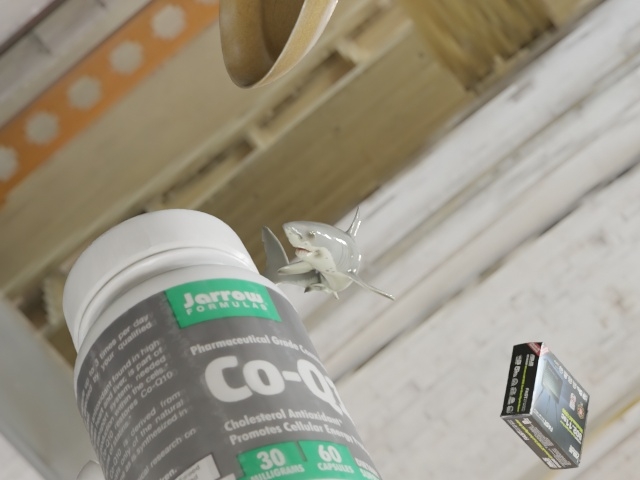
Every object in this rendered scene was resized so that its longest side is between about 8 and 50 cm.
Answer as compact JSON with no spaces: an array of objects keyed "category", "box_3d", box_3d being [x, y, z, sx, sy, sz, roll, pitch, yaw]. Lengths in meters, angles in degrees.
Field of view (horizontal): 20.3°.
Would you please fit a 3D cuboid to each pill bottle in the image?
[{"category":"pill bottle","box_3d":[-0.085,0.151,1.463,0.204,0.204,0.361,-37,-134,8]}]

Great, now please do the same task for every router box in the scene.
[{"category":"router box","box_3d":[0.244,0.179,1.933,0.038,0.122,0.092,-10,-129,34]}]

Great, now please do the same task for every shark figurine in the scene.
[{"category":"shark figurine","box_3d":[0.010,0.010,2.190,0.278,0.166,0.116,145,-35,-73]}]

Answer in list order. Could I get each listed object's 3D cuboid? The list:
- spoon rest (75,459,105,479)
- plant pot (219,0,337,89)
[{"category":"spoon rest","box_3d":[-0.307,0.363,2.424,0.084,0.137,0.276,-26,-177,-28]},{"category":"plant pot","box_3d":[-0.017,-0.214,1.186,0.236,0.032,0.236,-171,-90,-70]}]
